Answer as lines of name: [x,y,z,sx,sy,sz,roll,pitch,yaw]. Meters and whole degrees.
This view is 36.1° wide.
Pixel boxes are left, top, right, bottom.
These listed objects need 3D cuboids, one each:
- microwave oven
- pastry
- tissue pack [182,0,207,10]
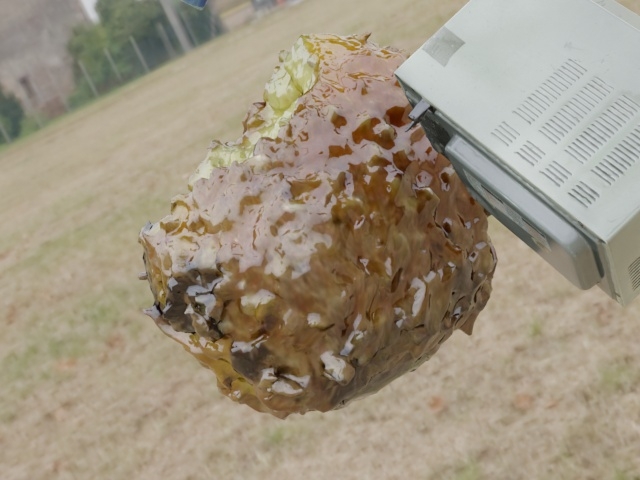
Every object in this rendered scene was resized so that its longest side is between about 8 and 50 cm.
microwave oven: [0.205,-0.089,0.807,0.194,0.145,0.240,-45,57,1]
pastry: [0.014,0.003,1.011,0.292,0.337,0.405,-25,26,50]
tissue pack: [-0.193,-0.501,1.435,0.263,0.198,0.146,-47,42,33]
